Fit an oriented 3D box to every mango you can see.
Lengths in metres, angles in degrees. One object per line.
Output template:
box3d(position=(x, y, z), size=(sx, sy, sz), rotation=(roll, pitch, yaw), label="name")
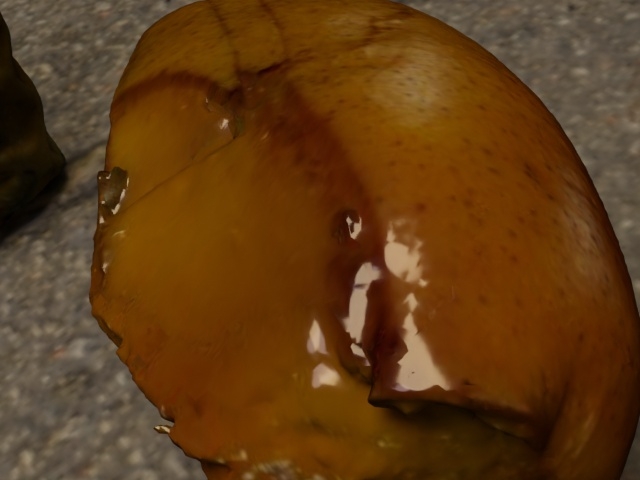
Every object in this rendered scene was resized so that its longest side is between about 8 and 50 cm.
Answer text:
box3d(position=(0.000, 0.000, 0.510), size=(0.199, 0.201, 0.350), rotation=(11, 30, -22), label="mango")

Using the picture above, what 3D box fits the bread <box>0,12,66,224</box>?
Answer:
box3d(position=(-0.221, -0.118, 0.619), size=(0.098, 0.269, 0.087), rotation=(-8, 43, 12), label="bread")
